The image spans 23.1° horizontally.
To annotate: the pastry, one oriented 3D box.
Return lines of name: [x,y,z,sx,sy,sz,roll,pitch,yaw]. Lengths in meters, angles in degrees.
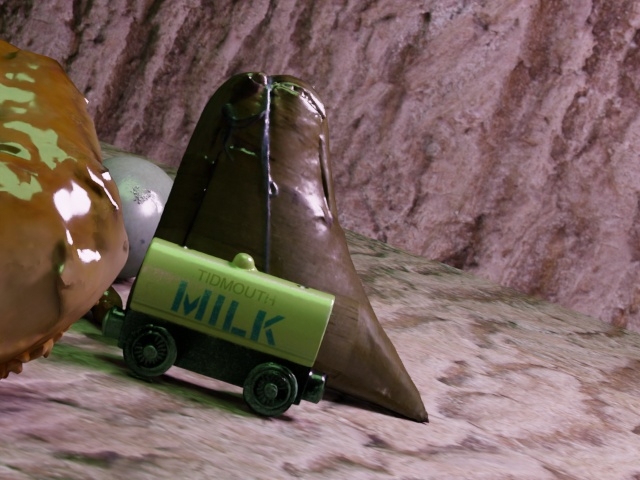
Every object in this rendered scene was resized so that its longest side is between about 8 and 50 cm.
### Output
pastry: [-0.374,-0.032,1.425,0.410,0.245,0.409,13,37,-10]

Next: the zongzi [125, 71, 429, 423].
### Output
zongzi: [0.000,0.000,1.886,0.393,0.356,0.174,19,-3,-7]

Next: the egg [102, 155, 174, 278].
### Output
egg: [-0.273,-0.032,2.174,0.169,0.169,0.236,17,11,-6]

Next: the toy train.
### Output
toy train: [-0.104,0.088,1.700,0.253,0.157,0.105,18,7,0]

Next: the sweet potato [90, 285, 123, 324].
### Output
sweet potato: [-0.294,0.058,1.910,0.202,0.058,0.055,33,-27,51]
